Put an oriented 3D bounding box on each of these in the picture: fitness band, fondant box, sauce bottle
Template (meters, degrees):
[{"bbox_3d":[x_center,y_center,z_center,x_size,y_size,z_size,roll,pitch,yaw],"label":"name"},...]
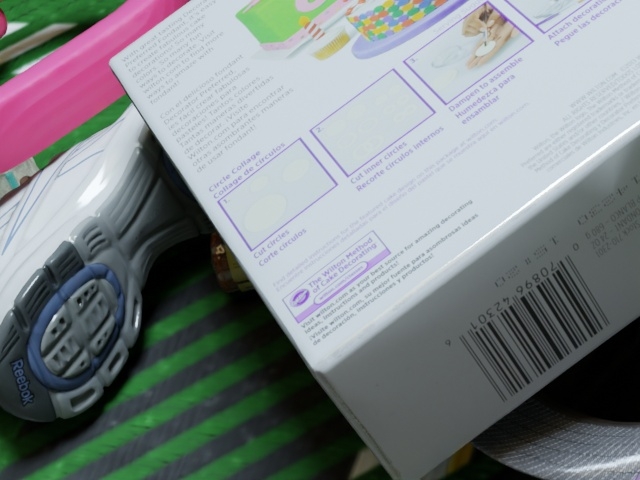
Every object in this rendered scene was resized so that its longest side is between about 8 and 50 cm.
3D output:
[{"bbox_3d":[-0.212,-0.115,1.189,0.209,0.054,0.291,12,41,42],"label":"fitness band"},{"bbox_3d":[0.053,-0.063,0.934,0.238,0.096,0.330,-36,38,0],"label":"fondant box"},{"bbox_3d":[0.000,0.000,1.096,0.128,0.042,0.042,-11,45,6],"label":"sauce bottle"}]

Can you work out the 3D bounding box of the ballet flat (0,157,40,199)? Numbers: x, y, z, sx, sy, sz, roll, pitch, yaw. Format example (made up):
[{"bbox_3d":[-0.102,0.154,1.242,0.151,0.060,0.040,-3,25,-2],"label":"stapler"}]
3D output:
[{"bbox_3d":[-0.231,-0.078,1.248,0.057,0.052,0.168,-33,45,-13],"label":"ballet flat"}]

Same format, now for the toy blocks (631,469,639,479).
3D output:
[{"bbox_3d":[0.029,0.217,0.715,0.288,0.260,0.309,-3,46,17],"label":"toy blocks"}]

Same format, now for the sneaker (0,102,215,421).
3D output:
[{"bbox_3d":[-0.134,-0.025,1.126,0.129,0.111,0.297,8,47,42],"label":"sneaker"}]

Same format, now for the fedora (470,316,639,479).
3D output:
[{"bbox_3d":[0.190,0.039,0.924,0.275,0.124,0.244,-34,43,-4],"label":"fedora"}]
